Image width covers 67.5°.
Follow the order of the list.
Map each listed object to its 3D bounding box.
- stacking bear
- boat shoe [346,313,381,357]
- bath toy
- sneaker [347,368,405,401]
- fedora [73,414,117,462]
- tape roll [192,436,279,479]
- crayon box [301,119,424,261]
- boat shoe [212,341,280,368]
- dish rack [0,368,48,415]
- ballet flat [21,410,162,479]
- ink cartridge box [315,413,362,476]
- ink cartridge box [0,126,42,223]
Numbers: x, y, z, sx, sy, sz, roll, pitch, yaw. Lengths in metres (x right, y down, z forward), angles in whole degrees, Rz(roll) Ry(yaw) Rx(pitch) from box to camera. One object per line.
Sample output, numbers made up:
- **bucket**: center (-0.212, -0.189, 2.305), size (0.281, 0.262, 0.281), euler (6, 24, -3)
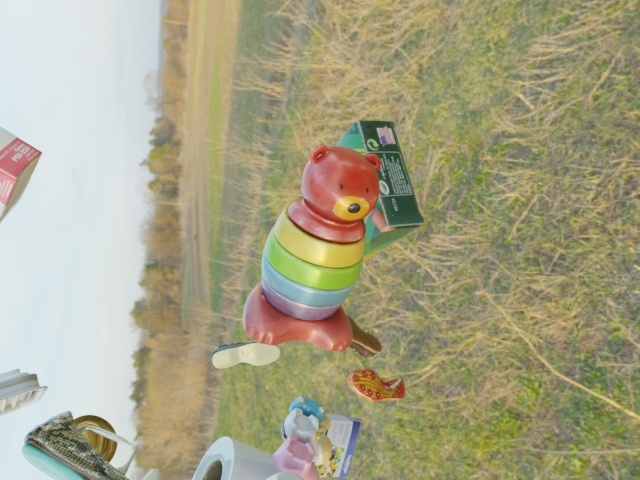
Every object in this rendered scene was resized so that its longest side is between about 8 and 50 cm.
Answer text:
- **stacking bear**: center (0.000, 0.000, 0.715), size (0.164, 0.175, 0.289), euler (-109, 34, -56)
- **boat shoe**: center (0.087, 0.279, 1.379), size (0.073, 0.207, 0.073), euler (-31, 30, 32)
- **bath toy**: center (-0.056, 0.539, 1.155), size (0.129, 0.151, 0.348), euler (-59, -1, 20)
- **sneaker**: center (0.108, 0.310, 0.999), size (0.067, 0.175, 0.064), euler (-21, 54, 35)
- **fedora**: center (-0.759, 0.658, 1.568), size (0.079, 0.194, 0.194), euler (-54, 38, 44)
- **tape roll**: center (-0.220, 0.660, 1.243), size (0.246, 0.169, 0.246), euler (-45, 25, 28)
- **crayon box**: center (0.053, -0.061, 0.929), size (0.318, 0.081, 0.202), euler (-42, 58, 59)
- **boat shoe**: center (-0.147, 0.222, 0.947), size (0.042, 0.132, 0.049), euler (-139, 46, -74)
- **dish rack**: center (-0.824, 0.384, 1.093), size (0.285, 0.332, 0.072), euler (-38, 70, 48)
- **ballet flat**: center (-0.520, 0.600, 1.206), size (0.182, 0.482, 0.164), euler (-40, -18, -51)
- **ink cartridge box**: center (0.020, 0.662, 1.549), size (0.065, 0.311, 0.186), euler (6, 78, 50)
- **ink cartridge box**: center (-0.626, -0.146, 0.825), size (0.158, 0.217, 0.092), euler (-40, 27, 35)
